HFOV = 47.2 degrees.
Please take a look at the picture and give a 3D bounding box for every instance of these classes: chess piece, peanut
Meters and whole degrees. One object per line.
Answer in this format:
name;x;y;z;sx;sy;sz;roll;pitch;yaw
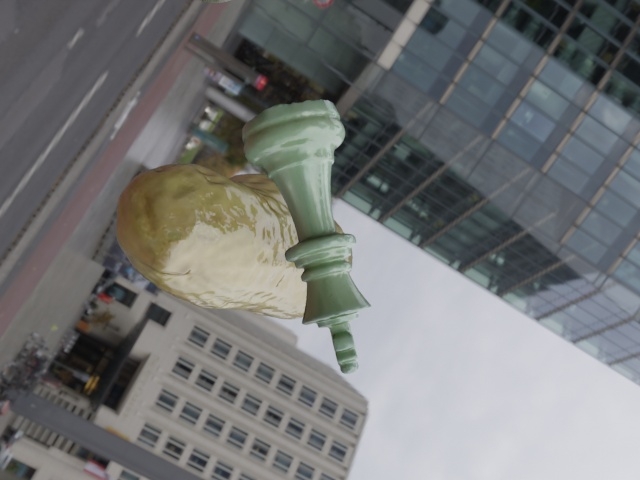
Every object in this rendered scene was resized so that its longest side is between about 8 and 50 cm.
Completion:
chess piece;0.000;0.000;0.407;0.059;0.059;0.149;147;-70;-65
peanut;-0.077;0.000;0.724;0.148;0.147;0.318;-57;149;10

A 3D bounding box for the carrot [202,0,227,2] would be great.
carrot;-0.180;-0.249;0.584;0.358;0.074;0.074;-13;144;-57
